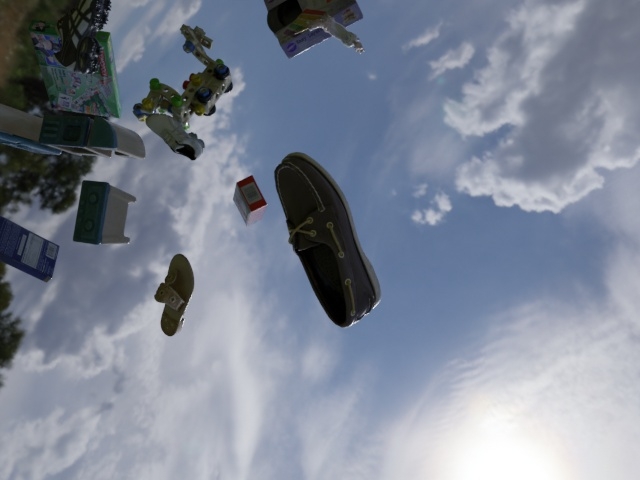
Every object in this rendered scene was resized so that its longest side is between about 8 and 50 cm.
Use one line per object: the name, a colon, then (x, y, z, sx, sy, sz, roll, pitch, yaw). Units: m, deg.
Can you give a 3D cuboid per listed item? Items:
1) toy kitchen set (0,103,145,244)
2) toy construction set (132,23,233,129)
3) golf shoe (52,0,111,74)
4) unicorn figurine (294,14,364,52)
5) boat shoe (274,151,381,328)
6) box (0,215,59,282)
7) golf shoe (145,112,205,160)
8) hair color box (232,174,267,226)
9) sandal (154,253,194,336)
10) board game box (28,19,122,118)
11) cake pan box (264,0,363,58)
toy kitchen set: (-0.362, -0.087, 0.816, 0.207, 0.122, 0.166, 7, -94, 24)
toy construction set: (-0.386, -0.464, 1.778, 0.214, 0.151, 0.328, 20, -105, 14)
golf shoe: (-0.464, -0.425, 1.174, 0.077, 0.093, 0.198, -89, -167, -88)
unicorn figurine: (0.032, -0.491, 1.430, 0.111, 0.161, 0.060, -69, 177, -69)
boat shoe: (0.000, 0.000, 1.089, 0.116, 0.325, 0.096, -17, -168, 41)
box: (-0.905, 0.021, 1.834, 0.036, 0.225, 0.137, -33, -138, 24)
golf shoe: (-0.399, -0.282, 1.665, 0.069, 0.176, 0.086, -49, -157, 30)
hair color box: (-0.197, -0.107, 1.689, 0.053, 0.093, 0.167, -26, 174, -17)
sandal: (-0.388, 0.155, 1.561, 0.088, 0.079, 0.240, 26, -63, 22)
board game box: (-0.719, -0.499, 1.816, 0.317, 0.213, 0.046, 109, -14, -57)
cake pan box: (-0.031, -0.695, 1.828, 0.266, 0.070, 0.246, -25, -125, 13)
